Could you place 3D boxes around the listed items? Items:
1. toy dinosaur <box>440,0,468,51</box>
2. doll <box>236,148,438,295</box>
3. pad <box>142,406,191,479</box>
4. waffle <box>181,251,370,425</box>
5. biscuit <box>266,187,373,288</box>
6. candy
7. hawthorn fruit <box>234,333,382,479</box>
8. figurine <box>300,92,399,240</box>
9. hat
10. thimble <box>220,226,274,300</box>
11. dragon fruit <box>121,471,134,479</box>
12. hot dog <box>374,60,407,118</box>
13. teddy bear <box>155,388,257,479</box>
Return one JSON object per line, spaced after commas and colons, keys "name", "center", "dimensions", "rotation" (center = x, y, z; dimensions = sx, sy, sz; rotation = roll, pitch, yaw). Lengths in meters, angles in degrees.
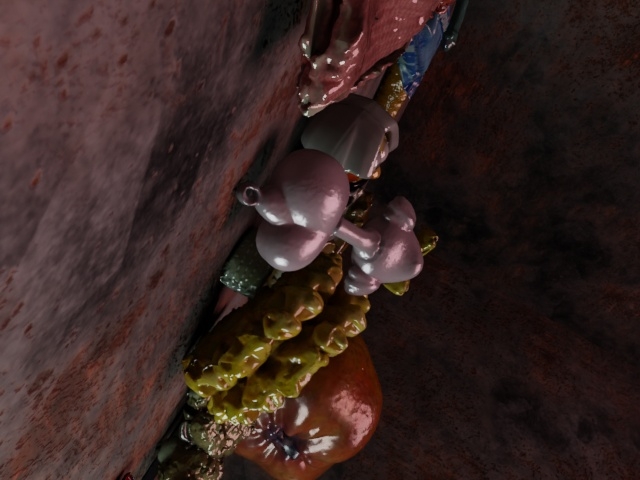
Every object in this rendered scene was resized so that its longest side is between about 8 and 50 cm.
{"name": "toy dinosaur", "center": [0.328, -0.541, 1.255], "dimensions": [0.383, 0.129, 0.330], "rotation": [-21, 127, -70]}
{"name": "doll", "center": [0.036, -0.010, 0.799], "dimensions": [0.365, 0.094, 0.160], "rotation": [23, 101, -41]}
{"name": "pad", "center": [-0.380, 0.524, 1.370], "dimensions": [0.299, 0.005, 0.202], "rotation": [-58, 176, -34]}
{"name": "waffle", "center": [-0.077, 0.155, 0.947], "dimensions": [0.324, 0.151, 0.261], "rotation": [-41, -178, 22]}
{"name": "biscuit", "center": [-0.012, 0.016, 1.388], "dimensions": [0.268, 0.115, 0.366], "rotation": [-57, 172, 35]}
{"name": "candy", "center": [0.216, -0.448, 1.230], "dimensions": [0.187, 0.077, 0.331], "rotation": [-60, 165, -8]}
{"name": "hawthorn fruit", "center": [-0.053, 0.389, 1.574], "dimensions": [0.471, 0.472, 0.472], "rotation": [-60, 176, -6]}
{"name": "figurine", "center": [0.017, -0.108, 0.896], "dimensions": [0.176, 0.133, 0.236], "rotation": [-53, 176, -48]}
{"name": "hat", "center": [0.065, -0.256, 0.544], "dimensions": [0.286, 0.107, 0.236], "rotation": [-37, 149, -49]}
{"name": "thimble", "center": [-0.102, 0.035, 0.892], "dimensions": [0.110, 0.062, 0.084], "rotation": [-58, 177, -31]}
{"name": "dragon fruit", "center": [-0.351, 0.453, 0.963], "dimensions": [0.131, 0.063, 0.097], "rotation": [-61, 144, -70]}
{"name": "hot dog", "center": [0.189, -0.392, 1.479], "dimensions": [0.068, 0.083, 0.289], "rotation": [-30, 156, -43]}
{"name": "teddy bear", "center": [-0.255, 0.436, 1.238], "dimensions": [0.256, 0.156, 0.267], "rotation": [-56, 175, -24]}
